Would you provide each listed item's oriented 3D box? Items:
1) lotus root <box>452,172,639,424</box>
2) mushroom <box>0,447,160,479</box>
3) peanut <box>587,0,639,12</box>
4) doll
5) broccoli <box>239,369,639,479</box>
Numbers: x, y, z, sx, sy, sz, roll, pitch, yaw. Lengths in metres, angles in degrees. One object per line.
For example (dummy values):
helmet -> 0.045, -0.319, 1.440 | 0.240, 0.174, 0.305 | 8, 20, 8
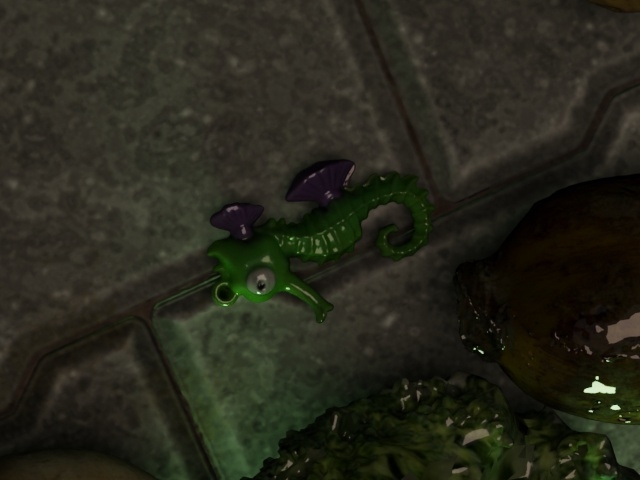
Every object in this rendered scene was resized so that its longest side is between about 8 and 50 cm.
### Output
lotus root -> 0.291, 0.040, 1.386 | 0.397, 0.196, 0.179 | -4, 133, -10
mushroom -> -0.210, 0.253, 1.324 | 0.253, 0.195, 0.189 | -33, 100, -8
peanut -> 0.258, -0.275, 1.379 | 0.233, 0.110, 0.197 | -30, 108, -6
doll -> 0.000, 0.000, 1.402 | 0.190, 0.050, 0.115 | -26, 99, -9
broccoli -> 0.098, 0.268, 1.351 | 0.375, 0.302, 0.249 | -9, 131, -38
